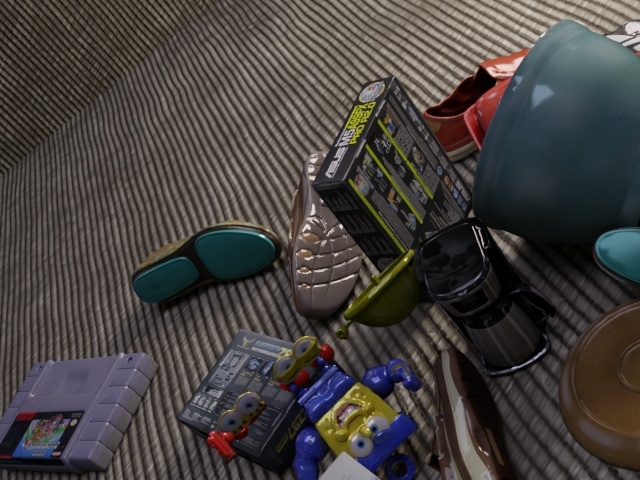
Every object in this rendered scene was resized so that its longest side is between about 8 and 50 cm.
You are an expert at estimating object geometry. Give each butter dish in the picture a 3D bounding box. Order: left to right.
[{"bbox_3d":[0.306,-0.195,1.326,0.160,0.118,0.160,-29,63,16],"label":"butter dish"}]

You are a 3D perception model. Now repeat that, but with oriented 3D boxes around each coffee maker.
[{"bbox_3d":[0.199,0.063,1.108,0.120,0.178,0.171,-41,33,-1],"label":"coffee maker"}]

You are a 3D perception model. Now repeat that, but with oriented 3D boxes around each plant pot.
[{"bbox_3d":[0.356,-0.112,1.103,0.196,0.293,0.293,29,70,27],"label":"plant pot"},{"bbox_3d":[0.376,0.146,0.965,0.236,0.032,0.236,-27,34,20],"label":"plant pot"}]

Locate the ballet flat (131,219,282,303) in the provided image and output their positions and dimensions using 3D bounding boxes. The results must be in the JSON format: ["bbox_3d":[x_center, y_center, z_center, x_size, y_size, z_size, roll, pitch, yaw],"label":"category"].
[{"bbox_3d":[-0.215,0.025,1.646,0.349,0.123,0.123,-21,37,27],"label":"ballet flat"}]

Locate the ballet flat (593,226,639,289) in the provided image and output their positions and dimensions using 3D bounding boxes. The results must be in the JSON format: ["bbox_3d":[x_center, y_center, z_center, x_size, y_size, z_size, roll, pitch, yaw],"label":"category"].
[{"bbox_3d":[0.434,0.032,0.994,0.222,0.079,0.076,7,83,34],"label":"ballet flat"}]

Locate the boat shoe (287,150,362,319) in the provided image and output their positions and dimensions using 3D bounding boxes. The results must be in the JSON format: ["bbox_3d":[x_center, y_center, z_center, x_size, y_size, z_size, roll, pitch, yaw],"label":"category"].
[{"bbox_3d":[0.000,0.000,1.468,0.116,0.123,0.324,125,158,-52],"label":"boat shoe"}]

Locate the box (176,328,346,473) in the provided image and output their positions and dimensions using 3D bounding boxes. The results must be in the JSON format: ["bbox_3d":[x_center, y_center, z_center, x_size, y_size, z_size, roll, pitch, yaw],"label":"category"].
[{"bbox_3d":[-0.095,0.238,1.310,0.233,0.059,0.183,6,55,50],"label":"box"}]

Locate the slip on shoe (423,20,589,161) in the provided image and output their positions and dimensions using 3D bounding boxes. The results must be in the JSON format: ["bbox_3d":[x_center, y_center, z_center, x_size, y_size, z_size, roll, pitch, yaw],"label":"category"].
[{"bbox_3d":[0.316,-0.269,1.456,0.331,0.101,0.123,-37,31,4],"label":"slip on shoe"}]

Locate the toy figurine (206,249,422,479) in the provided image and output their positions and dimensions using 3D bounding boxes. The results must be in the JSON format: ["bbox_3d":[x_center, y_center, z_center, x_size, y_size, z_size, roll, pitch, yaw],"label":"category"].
[{"bbox_3d":[0.058,0.213,1.118,0.362,0.191,0.217,-43,77,-10],"label":"toy figurine"}]

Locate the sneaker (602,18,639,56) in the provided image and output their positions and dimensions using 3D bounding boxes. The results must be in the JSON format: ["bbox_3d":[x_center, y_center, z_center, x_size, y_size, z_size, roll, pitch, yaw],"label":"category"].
[{"bbox_3d":[0.506,-0.274,1.269,0.276,0.097,0.135,5,57,50],"label":"sneaker"}]

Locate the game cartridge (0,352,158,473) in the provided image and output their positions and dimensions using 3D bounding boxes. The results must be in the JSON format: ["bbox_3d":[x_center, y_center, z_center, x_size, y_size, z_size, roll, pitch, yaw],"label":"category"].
[{"bbox_3d":[-0.481,0.324,1.607,0.355,0.068,0.230,-11,39,38],"label":"game cartridge"}]

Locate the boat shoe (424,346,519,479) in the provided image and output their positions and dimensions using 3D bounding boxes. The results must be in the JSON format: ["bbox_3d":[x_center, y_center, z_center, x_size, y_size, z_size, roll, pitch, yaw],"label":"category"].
[{"bbox_3d":[0.161,0.240,1.019,0.095,0.095,0.257,-35,33,20],"label":"boat shoe"}]

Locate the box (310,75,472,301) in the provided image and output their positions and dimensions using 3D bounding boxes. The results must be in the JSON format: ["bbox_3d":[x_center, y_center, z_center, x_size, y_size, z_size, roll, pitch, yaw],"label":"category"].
[{"bbox_3d":[0.117,-0.072,1.268,0.060,0.270,0.216,-5,47,41],"label":"box"}]

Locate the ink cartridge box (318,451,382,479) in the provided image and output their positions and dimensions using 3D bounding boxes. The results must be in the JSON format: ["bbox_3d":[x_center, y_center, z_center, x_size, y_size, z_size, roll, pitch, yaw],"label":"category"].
[{"bbox_3d":[0.064,0.348,0.953,0.127,0.128,0.176,-49,34,-13],"label":"ink cartridge box"}]
